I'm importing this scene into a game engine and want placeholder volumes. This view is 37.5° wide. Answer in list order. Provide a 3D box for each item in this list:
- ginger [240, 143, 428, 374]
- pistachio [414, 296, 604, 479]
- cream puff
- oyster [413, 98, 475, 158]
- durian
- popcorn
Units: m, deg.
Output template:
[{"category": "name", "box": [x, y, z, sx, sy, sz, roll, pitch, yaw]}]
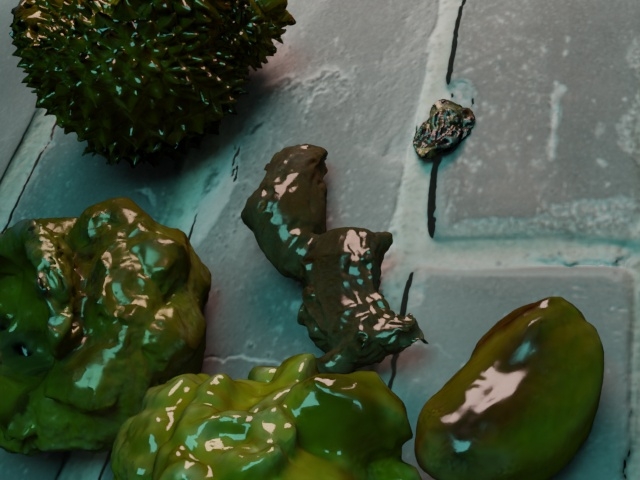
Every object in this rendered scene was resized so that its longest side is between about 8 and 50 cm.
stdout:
[{"category": "ginger", "box": [0.001, 0.002, 0.883, 0.122, 0.084, 0.290, -31, 49, 7]}, {"category": "pistachio", "box": [0.151, 0.128, 0.725, 0.110, 0.100, 0.189, 38, 59, 13]}, {"category": "cream puff", "box": [-0.234, 0.068, 0.867, 0.281, 0.185, 0.282, -10, 49, 12]}, {"category": "oyster", "box": [0.122, -0.113, 0.962, 0.054, 0.019, 0.083, 20, 65, 32]}, {"category": "durian", "box": [-0.184, -0.217, 1.037, 0.293, 0.258, 0.258, -40, 50, -22]}, {"category": "popcorn", "box": [-0.036, 0.180, 0.697, 0.237, 0.206, 0.251, -18, 31, 30]}]
